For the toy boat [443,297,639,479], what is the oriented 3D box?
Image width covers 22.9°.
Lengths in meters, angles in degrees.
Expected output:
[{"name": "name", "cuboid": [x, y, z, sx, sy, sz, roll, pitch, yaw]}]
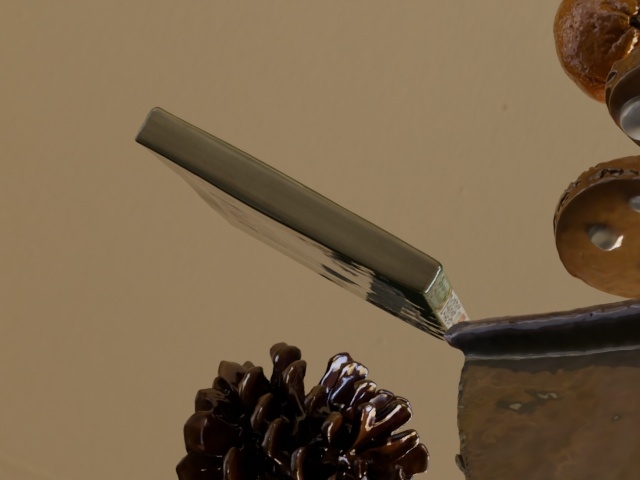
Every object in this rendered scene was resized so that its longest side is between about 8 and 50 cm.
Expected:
[{"name": "toy boat", "cuboid": [0.195, 0.086, 0.724, 0.293, 0.276, 0.111, -29, -64, 24]}]

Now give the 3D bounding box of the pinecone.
[{"name": "pinecone", "cuboid": [-0.006, 0.237, 1.654, 0.264, 0.264, 0.264, 11, -55, 15]}]

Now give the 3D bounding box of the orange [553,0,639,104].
[{"name": "orange", "cuboid": [0.283, -0.190, 1.446, 0.135, 0.135, 0.117, 39, -19, -6]}]

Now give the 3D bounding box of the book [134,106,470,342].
[{"name": "book", "cuboid": [0.000, 0.000, 1.041, 0.202, 0.264, 0.027, 29, -94, 14]}]

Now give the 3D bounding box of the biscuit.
[{"name": "biscuit", "cuboid": [0.275, -0.054, 0.955, 0.216, 0.047, 0.340, 36, -49, -22]}]
